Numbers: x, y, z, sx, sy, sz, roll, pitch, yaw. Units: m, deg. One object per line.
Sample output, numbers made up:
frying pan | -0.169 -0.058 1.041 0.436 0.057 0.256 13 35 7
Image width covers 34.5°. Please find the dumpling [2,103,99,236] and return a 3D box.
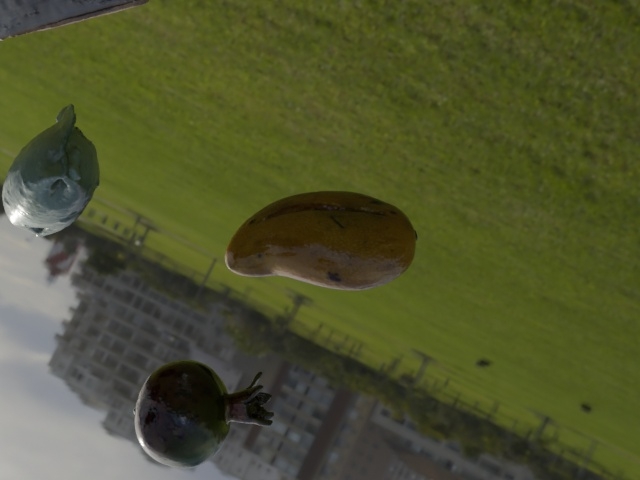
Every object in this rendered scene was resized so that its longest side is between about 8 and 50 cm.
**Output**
dumpling | -0.324 -0.084 1.287 0.105 0.149 0.216 38 143 -3

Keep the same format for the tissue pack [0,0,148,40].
tissue pack | -0.279 -0.406 1.143 0.238 0.305 0.238 4 133 5

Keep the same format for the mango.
mango | 0.001 -0.005 1.586 0.295 0.177 0.120 4 131 5

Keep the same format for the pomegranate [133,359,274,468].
pomegranate | -0.143 0.200 1.206 0.159 0.129 0.129 -15 151 30
